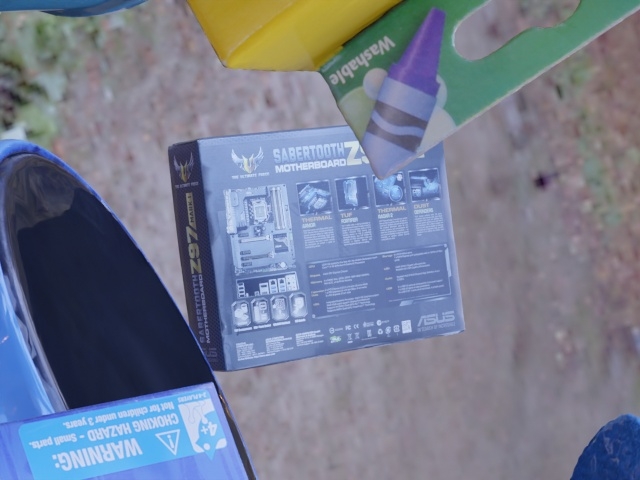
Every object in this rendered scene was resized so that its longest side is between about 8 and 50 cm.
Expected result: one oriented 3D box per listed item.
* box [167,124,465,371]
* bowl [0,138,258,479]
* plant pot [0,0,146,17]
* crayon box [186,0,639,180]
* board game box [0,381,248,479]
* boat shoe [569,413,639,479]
[{"bbox_3d":[0.000,0.000,1.378,0.233,0.059,0.183,-8,92,-31],"label":"box"},{"bbox_3d":[-0.139,0.110,1.084,0.391,0.077,0.391,60,9,-16],"label":"bowl"},{"bbox_3d":[-0.188,-0.187,0.504,0.255,0.272,0.271,-15,88,-38],"label":"plant pot"},{"bbox_3d":[0.005,-0.208,0.632,0.323,0.203,0.083,61,25,9],"label":"crayon box"},{"bbox_3d":[-0.131,0.232,0.653,0.319,0.066,0.318,-9,69,-38],"label":"board game box"},{"bbox_3d":[0.118,0.174,0.456,0.109,0.089,0.258,122,-31,-61],"label":"boat shoe"}]
